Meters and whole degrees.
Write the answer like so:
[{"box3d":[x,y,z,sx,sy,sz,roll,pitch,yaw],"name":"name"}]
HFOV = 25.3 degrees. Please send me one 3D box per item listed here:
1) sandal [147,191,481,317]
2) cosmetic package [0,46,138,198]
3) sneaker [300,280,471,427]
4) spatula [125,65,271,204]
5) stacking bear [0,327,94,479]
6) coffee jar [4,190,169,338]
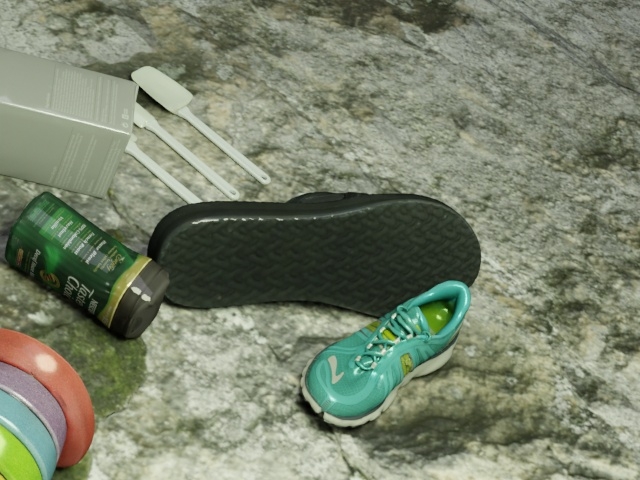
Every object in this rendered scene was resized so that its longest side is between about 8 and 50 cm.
[{"box3d":[-0.001,-0.002,1.749,0.445,0.167,0.107,4,30,-27],"name":"sandal"},{"box3d":[-0.352,-0.147,1.710,0.238,0.127,0.107,17,46,-17],"name":"cosmetic package"},{"box3d":[0.080,0.124,1.696,0.107,0.110,0.275,44,47,15],"name":"sneaker"},{"box3d":[-0.186,-0.128,1.867,0.242,0.019,0.168,39,41,10],"name":"spatula"},{"box3d":[-0.344,0.233,1.323,0.175,0.164,0.289,29,46,-1],"name":"stacking bear"},{"box3d":[-0.261,0.031,1.607,0.184,0.096,0.079,32,52,4],"name":"coffee jar"}]
